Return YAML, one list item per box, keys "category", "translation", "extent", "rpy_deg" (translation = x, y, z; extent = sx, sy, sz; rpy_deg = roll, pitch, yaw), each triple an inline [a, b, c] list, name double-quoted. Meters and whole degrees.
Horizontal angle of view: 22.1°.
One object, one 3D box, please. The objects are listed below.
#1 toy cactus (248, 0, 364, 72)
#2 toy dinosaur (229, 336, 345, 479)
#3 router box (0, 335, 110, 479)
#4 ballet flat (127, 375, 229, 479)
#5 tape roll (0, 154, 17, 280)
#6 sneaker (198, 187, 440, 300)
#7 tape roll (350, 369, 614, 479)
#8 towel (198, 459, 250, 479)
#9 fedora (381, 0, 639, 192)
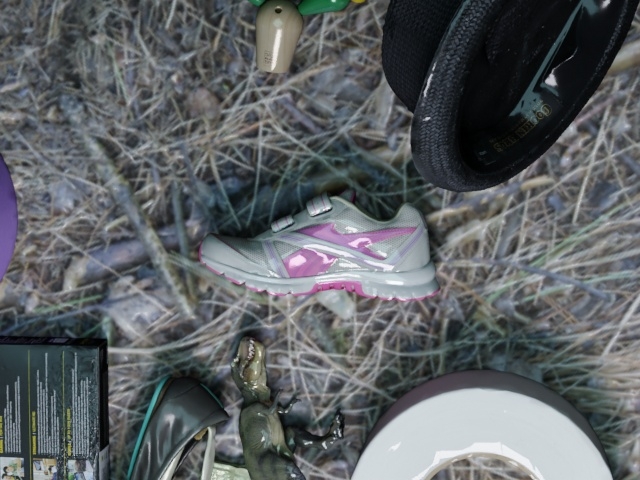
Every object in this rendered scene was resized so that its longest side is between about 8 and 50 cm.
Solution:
- category: "toy cactus"
  translation: [-0.033, -0.260, 1.674]
  extent: [0.219, 0.112, 0.180]
  rpy_deg: [8, 108, -3]
- category: "toy dinosaur"
  translation: [-0.035, 0.235, 1.740]
  extent: [0.118, 0.064, 0.268]
  rpy_deg: [-4, 84, 10]
- category: "router box"
  translation: [-0.298, 0.195, 1.782]
  extent: [0.133, 0.046, 0.179]
  rpy_deg: [2, 97, 7]
- category: "ballet flat"
  translation: [-0.180, 0.281, 1.752]
  extent: [0.096, 0.095, 0.280]
  rpy_deg: [27, 100, 9]
- category: "tape roll"
  translation: [-0.468, -0.024, 1.751]
  extent: [0.275, 0.090, 0.275]
  rpy_deg: [1, 98, 7]
- category: "sneaker"
  translation: [0.000, 0.000, 1.703]
  extent: [0.252, 0.103, 0.111]
  rpy_deg: [2, 94, 0]
- category: "tape roll"
  translation: [0.168, 0.282, 1.715]
  extent: [0.286, 0.100, 0.286]
  rpy_deg: [1, 98, 6]
- category: "towel"
  translation: [-0.086, 0.315, 1.784]
  extent: [0.110, 0.027, 0.148]
  rpy_deg: [8, 98, 6]
- category: "fedora"
  translation: [0.166, -0.217, 1.598]
  extent: [0.152, 0.334, 0.334]
  rpy_deg: [36, 101, 32]
